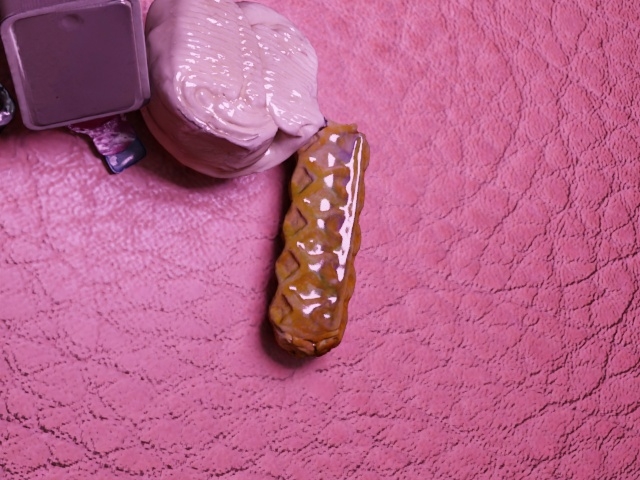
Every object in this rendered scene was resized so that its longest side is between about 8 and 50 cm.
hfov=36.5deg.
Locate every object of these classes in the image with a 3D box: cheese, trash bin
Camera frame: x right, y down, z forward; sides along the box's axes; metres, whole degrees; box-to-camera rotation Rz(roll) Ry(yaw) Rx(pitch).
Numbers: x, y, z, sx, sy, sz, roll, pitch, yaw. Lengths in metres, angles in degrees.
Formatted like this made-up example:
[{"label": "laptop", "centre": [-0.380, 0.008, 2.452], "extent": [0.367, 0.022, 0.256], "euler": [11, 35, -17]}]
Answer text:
[{"label": "cheese", "centre": [-0.236, -0.142, 1.026], "extent": [0.095, 0.038, 0.145], "euler": [-35, 105, -24]}, {"label": "trash bin", "centre": [-0.254, -0.254, 0.913], "extent": [0.122, 0.164, 0.241], "euler": [-15, 65, -14]}]

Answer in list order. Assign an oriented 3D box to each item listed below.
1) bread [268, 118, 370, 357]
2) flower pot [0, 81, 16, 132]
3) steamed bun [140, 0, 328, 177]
[{"label": "bread", "centre": [0.000, 0.000, 1.096], "extent": [0.087, 0.098, 0.270], "euler": [6, 78, 14]}, {"label": "flower pot", "centre": [-0.380, -0.193, 0.924], "extent": [0.103, 0.108, 0.229], "euler": [-21, 91, -27]}, {"label": "steamed bun", "centre": [-0.107, -0.156, 1.038], "extent": [0.211, 0.144, 0.218], "euler": [18, 46, -34]}]
